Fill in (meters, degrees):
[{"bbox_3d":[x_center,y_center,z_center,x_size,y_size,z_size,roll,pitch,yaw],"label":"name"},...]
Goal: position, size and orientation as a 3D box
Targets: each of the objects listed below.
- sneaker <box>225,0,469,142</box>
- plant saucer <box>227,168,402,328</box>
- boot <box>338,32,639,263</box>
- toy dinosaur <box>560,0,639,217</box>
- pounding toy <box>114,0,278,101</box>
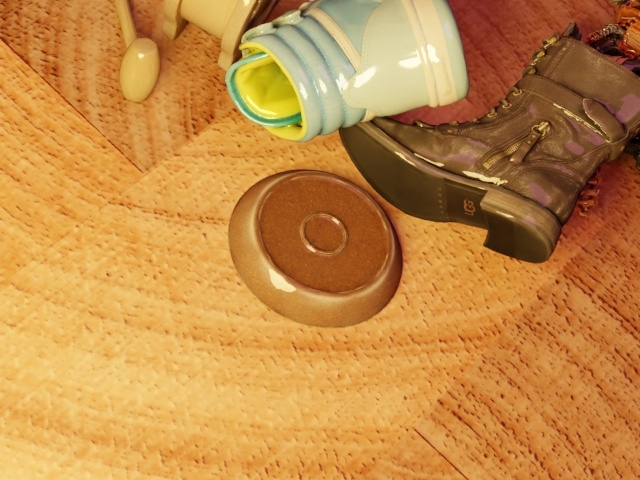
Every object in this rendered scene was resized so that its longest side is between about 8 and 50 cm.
[{"bbox_3d":[0.001,-0.202,1.306,0.208,0.127,0.319,-18,29,-3],"label":"sneaker"},{"bbox_3d":[0.000,0.000,1.260,0.168,0.029,0.168,9,58,-15],"label":"plant saucer"},{"bbox_3d":[0.175,-0.113,1.312,0.263,0.091,0.229,29,65,16],"label":"boot"},{"bbox_3d":[0.325,-0.134,1.415,0.218,0.164,0.322,23,72,13],"label":"toy dinosaur"},{"bbox_3d":[-0.112,-0.265,1.305,0.155,0.154,0.269,30,54,0],"label":"pounding toy"}]
